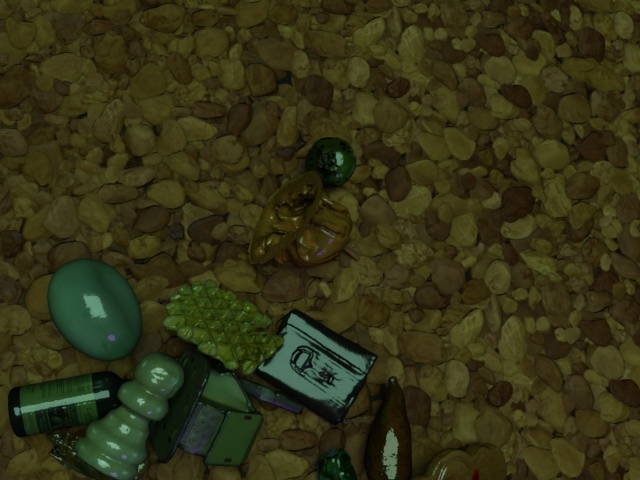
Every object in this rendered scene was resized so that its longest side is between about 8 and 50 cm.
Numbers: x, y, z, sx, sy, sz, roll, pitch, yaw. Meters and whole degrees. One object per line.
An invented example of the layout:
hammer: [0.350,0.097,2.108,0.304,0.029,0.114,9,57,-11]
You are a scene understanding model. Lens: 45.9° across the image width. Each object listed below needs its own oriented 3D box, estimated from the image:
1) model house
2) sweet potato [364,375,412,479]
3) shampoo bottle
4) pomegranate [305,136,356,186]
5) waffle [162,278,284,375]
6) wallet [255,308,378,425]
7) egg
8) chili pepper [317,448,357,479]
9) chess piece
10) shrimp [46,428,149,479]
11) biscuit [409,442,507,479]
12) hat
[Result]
model house: [-0.180,0.375,1.558,0.279,0.205,0.218,27,88,-21]
sweet potato: [0.145,0.471,1.621,0.112,0.112,0.358,6,76,-9]
shampoo bottle: [-0.480,0.324,1.542,0.284,0.101,0.101,-9,76,-14]
pomegranate: [0.022,-0.185,1.762,0.122,0.161,0.122,0,90,6]
waffle: [-0.203,0.174,1.586,0.250,0.261,0.056,31,114,7]
wallet: [-0.011,0.276,1.678,0.229,0.049,0.181,32,74,1]
egg: [-0.463,0.143,1.561,0.168,0.168,0.230,-34,85,-18]
chili pepper: [0.059,0.555,1.603,0.098,0.061,0.224,-24,85,6]
chess piece: [-0.357,0.332,1.474,0.133,0.133,0.243,32,83,-1]
shrimp: [-0.454,0.427,1.546,0.217,0.051,0.115,19,65,-4]
biscuit: [0.274,0.550,1.609,0.334,0.047,0.201,-25,106,-28]
hat: [0.000,0.000,1.724,0.233,0.233,0.244,31,81,-29]
